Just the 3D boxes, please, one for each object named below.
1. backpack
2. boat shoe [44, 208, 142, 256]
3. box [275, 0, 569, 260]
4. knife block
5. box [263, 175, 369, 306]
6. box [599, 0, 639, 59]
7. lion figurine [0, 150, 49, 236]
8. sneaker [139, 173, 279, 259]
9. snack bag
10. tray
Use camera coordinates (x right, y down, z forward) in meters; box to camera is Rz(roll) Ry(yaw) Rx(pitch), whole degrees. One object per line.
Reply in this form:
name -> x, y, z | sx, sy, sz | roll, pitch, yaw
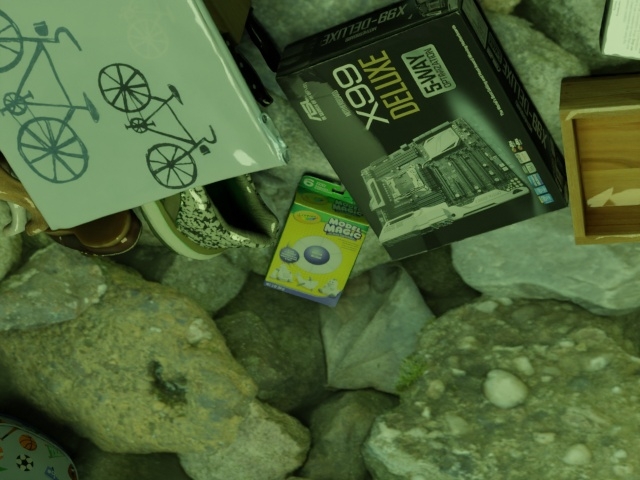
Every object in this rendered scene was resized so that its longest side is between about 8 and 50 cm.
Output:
backpack -> -0.476, 0.378, 2.417 | 0.276, 0.263, 0.213 | 35, 122, -24
boat shoe -> -0.280, -0.015, 2.129 | 0.073, 0.073, 0.207 | 36, 166, -34
box -> 0.126, -0.137, 1.984 | 0.242, 0.076, 0.307 | -18, 125, 24
knife block -> -0.141, -0.279, 1.925 | 0.088, 0.242, 0.276 | -19, 79, 23
box -> 0.000, 0.000, 2.148 | 0.105, 0.043, 0.179 | 17, 129, -4
box -> 0.383, -0.263, 1.815 | 0.137, 0.072, 0.126 | 9, 118, 4
lion figurine -> -0.509, -0.083, 2.129 | 0.392, 0.142, 0.240 | -21, 100, 9
sneaker -> -0.174, -0.129, 1.962 | 0.182, 0.158, 0.410 | 11, 149, 48
snack bag -> -0.240, -0.179, 1.838 | 0.342, 0.037, 0.323 | -14, 120, 26
tray -> 0.495, -0.104, 1.945 | 0.410, 0.076, 0.203 | -4, 129, 13
